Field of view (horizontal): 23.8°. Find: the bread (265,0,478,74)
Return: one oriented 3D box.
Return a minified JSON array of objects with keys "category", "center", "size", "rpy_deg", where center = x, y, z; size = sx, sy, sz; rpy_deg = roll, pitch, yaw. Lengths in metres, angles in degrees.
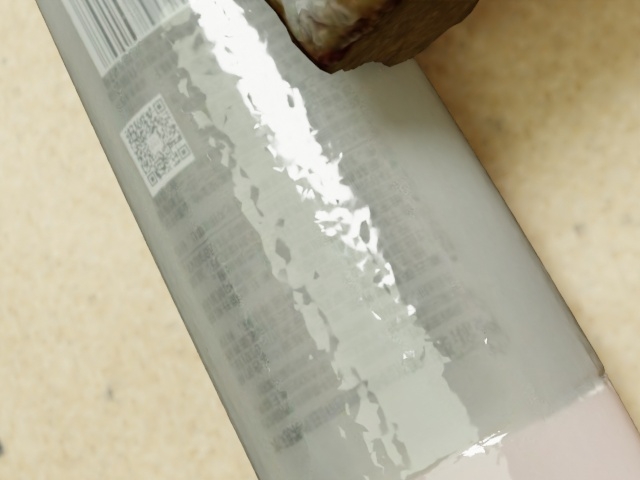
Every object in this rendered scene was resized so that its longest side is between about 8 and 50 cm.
[{"category":"bread","center":[0.108,-0.228,0.331],"size":[0.416,0.113,0.165],"rpy_deg":[-42,75,25]}]

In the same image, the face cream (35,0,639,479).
[{"category":"face cream","center":[0.000,0.000,0.451],"size":[0.107,0.073,0.269],"rpy_deg":[-35,76,24]}]
